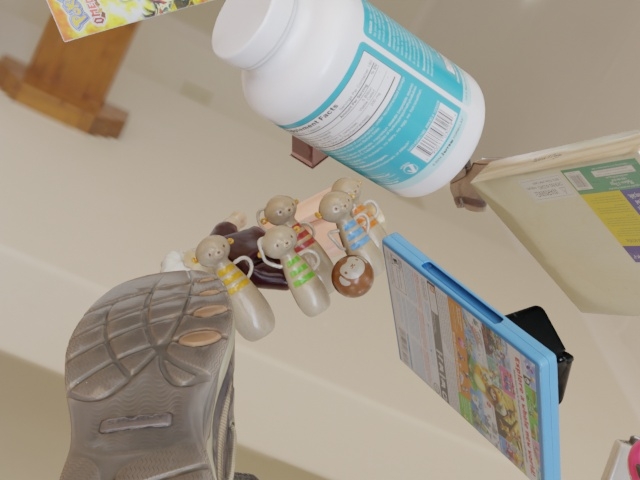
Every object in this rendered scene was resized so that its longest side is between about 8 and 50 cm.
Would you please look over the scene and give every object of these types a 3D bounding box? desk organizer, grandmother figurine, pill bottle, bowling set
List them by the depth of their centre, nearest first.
[{"bbox_3d":[0.026,-0.155,1.000,0.146,0.264,0.146,-30,-134,37],"label":"pill bottle"},{"bbox_3d":[0.000,0.000,1.354,0.287,0.154,0.200,-33,-172,-27],"label":"bowling set"},{"bbox_3d":[-0.082,0.009,1.508,0.208,0.342,0.104,27,-50,48],"label":"grandmother figurine"},{"bbox_3d":[0.014,-0.169,1.580,0.130,0.047,0.050,-40,150,-32],"label":"desk organizer"}]

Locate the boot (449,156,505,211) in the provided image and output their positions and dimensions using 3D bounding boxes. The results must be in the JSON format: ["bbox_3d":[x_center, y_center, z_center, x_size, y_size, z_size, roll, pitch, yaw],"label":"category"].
[{"bbox_3d":[0.255,-0.088,1.649,0.118,0.042,0.087,9,-70,51],"label":"boot"}]

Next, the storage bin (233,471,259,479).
[{"bbox_3d":[-0.091,0.374,1.252,0.180,0.084,0.122,37,-84,34],"label":"storage bin"}]

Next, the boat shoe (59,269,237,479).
[{"bbox_3d":[-0.128,0.153,0.786,0.355,0.132,0.130,-89,177,-58],"label":"boat shoe"}]

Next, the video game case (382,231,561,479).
[{"bbox_3d":[0.099,0.079,0.696,0.166,0.015,0.119,41,-30,47],"label":"video game case"}]

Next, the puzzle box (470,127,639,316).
[{"bbox_3d":[0.384,-0.009,1.342,0.052,0.272,0.409,-45,-168,-15],"label":"puzzle box"}]

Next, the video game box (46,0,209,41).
[{"bbox_3d":[-0.194,-0.310,0.980,0.048,0.187,0.205,-84,159,-59],"label":"video game box"}]

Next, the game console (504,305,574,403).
[{"bbox_3d":[0.227,0.149,1.209,0.071,0.122,0.107,40,-45,45],"label":"game console"}]

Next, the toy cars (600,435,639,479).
[{"bbox_3d":[0.472,0.438,1.781,0.393,0.176,0.087,-27,-158,-15],"label":"toy cars"}]

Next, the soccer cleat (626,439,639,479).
[{"bbox_3d":[0.583,0.436,1.533,0.116,0.331,0.143,-39,153,-13],"label":"soccer cleat"}]
